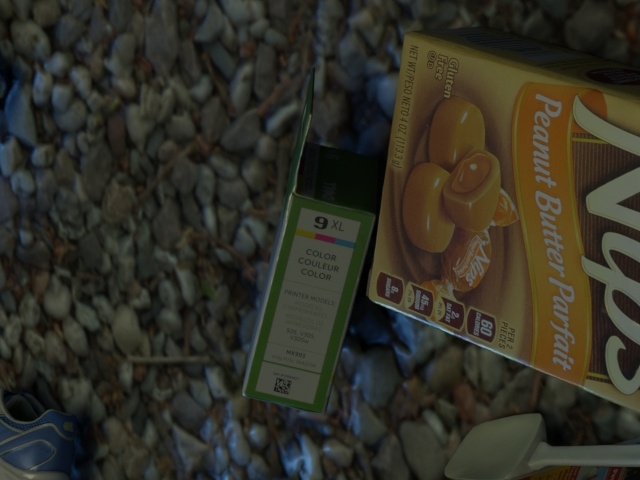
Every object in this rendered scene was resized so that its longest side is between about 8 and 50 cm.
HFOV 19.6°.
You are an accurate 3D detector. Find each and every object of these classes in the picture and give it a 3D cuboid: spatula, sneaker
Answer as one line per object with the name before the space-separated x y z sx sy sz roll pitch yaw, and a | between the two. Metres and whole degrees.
spatula | 0.131 0.176 1.141 0.019 0.168 0.242 44 153 -19
sneaker | -0.281 0.165 1.601 0.211 0.080 0.081 16 88 39

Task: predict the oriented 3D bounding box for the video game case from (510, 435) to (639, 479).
video game case | 0.127 0.215 1.145 0.285 0.204 0.025 -26 114 43

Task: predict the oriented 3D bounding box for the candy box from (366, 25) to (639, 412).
candy box | 0.180 -0.006 1.112 0.316 0.087 0.183 22 113 39

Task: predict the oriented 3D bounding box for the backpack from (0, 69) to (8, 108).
backpack | -0.365 -0.149 1.554 0.117 0.158 0.173 -56 50 26

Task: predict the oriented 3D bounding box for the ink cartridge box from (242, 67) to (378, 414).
ink cartridge box | 0.000 0.000 1.260 0.062 0.109 0.209 12 112 -2
